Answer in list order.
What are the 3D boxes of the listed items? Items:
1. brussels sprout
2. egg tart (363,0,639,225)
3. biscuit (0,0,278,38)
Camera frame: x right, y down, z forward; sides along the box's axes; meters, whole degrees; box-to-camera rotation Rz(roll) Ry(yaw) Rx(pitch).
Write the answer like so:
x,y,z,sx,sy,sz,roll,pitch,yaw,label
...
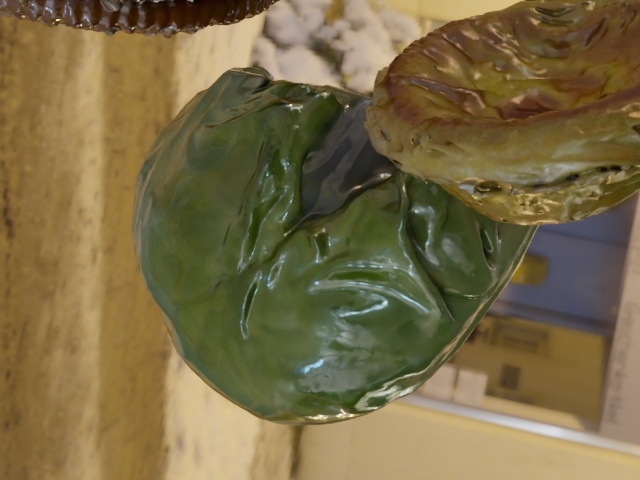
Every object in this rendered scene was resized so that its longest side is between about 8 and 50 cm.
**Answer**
x,y,z,sx,sy,sz,roll,pitch,yaw,label
-0.002,0.018,1.370,0.342,0.425,0.361,19,94,-56,brussels sprout
0.177,-0.096,0.981,0.295,0.295,0.116,-67,149,-55,egg tart
-0.087,-0.118,0.529,0.206,0.126,0.025,-17,135,-42,biscuit
